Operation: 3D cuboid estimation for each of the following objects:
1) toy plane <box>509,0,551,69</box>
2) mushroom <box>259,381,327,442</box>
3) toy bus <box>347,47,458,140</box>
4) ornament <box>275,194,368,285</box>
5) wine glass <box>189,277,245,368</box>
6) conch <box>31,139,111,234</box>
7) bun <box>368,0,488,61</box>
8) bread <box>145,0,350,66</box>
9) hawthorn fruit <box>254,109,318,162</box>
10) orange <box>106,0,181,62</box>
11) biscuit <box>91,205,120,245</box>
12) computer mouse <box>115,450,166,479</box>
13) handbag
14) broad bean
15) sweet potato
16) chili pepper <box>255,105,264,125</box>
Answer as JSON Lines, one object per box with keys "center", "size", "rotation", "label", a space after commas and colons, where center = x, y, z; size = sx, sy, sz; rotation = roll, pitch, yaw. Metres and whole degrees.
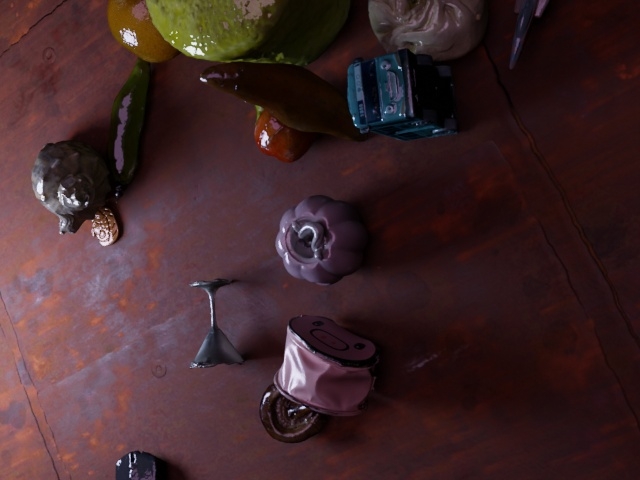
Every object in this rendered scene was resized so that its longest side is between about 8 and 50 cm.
{"center": [0.387, -0.458, 1.377], "size": [0.223, 0.104, 0.326], "rotation": [19, 102, 23], "label": "toy plane"}
{"center": [-0.041, 0.336, 1.588], "size": [0.171, 0.080, 0.135], "rotation": [-21, 95, 22], "label": "mushroom"}
{"center": [0.150, -0.251, 1.400], "size": [0.147, 0.256, 0.128], "rotation": [-8, 87, 27], "label": "toy bus"}
{"center": [-0.001, 0.000, 1.520], "size": [0.178, 0.177, 0.177], "rotation": [0, 91, 24], "label": "ornament"}
{"center": [-0.221, 0.174, 1.652], "size": [0.122, 0.122, 0.182], "rotation": [-6, 83, 24], "label": "wine glass"}
{"center": [-0.550, -0.136, 1.761], "size": [0.159, 0.291, 0.210], "rotation": [-21, 124, -7], "label": "conch"}
{"center": [0.194, -0.426, 1.441], "size": [0.229, 0.145, 0.229], "rotation": [1, 93, 27], "label": "bun"}
{"center": [-0.120, -0.487, 1.483], "size": [0.348, 0.308, 0.348], "rotation": [-2, 87, 34], "label": "bread"}
{"center": [-0.070, -0.217, 1.576], "size": [0.128, 0.128, 0.128], "rotation": [0, 91, 24], "label": "hawthorn fruit"}
{"center": [-0.348, -0.482, 1.656], "size": [0.206, 0.206, 0.206], "rotation": [0, 91, 24], "label": "orange"}
{"center": [-0.502, -0.032, 1.821], "size": [0.078, 0.015, 0.091], "rotation": [-28, 80, 21], "label": "biscuit"}
{"center": [-0.399, 0.579, 1.753], "size": [0.122, 0.073, 0.217], "rotation": [-9, 86, 24], "label": "computer mouse"}
{"center": [0.013, 0.239, 1.512], "size": [0.205, 0.179, 0.116], "rotation": [24, 108, 28], "label": "handbag"}
{"center": [-0.435, -0.253, 1.763], "size": [0.077, 0.061, 0.338], "rotation": [11, 96, 16], "label": "broad bean"}
{"center": [-0.049, -0.271, 1.475], "size": [0.112, 0.359, 0.112], "rotation": [-38, 40, 41], "label": "sweet potato"}
{"center": [-0.138, -0.312, 1.647], "size": [0.049, 0.043, 0.208], "rotation": [-35, 71, 46], "label": "chili pepper"}
